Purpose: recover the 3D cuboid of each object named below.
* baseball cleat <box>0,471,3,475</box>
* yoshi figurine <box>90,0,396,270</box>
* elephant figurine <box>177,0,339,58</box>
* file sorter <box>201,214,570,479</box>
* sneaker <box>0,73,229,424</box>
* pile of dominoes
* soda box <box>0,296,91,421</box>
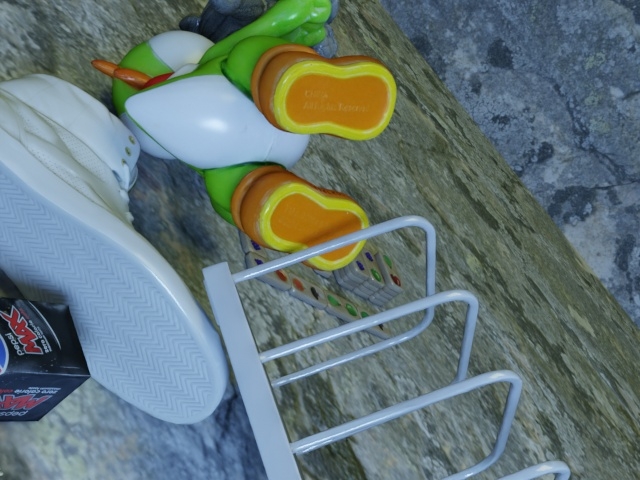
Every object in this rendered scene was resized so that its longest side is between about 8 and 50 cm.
[{"bbox_3d":[-0.177,0.168,0.343,0.109,0.072,0.206,8,43,-49],"label":"baseball cleat"},{"bbox_3d":[-0.060,-0.106,0.737,0.362,0.203,0.203,31,-25,52],"label":"yoshi figurine"},{"bbox_3d":[-0.102,-0.278,1.084,0.169,0.186,0.239,24,37,32],"label":"elephant figurine"},{"bbox_3d":[0.053,0.149,0.568,0.193,0.173,0.278,81,-12,-55],"label":"file sorter"},{"bbox_3d":[-0.154,-0.012,0.617,0.292,0.108,0.169,47,26,-4],"label":"sneaker"},{"bbox_3d":[0.000,0.000,0.969,0.251,0.040,0.196,30,30,-41],"label":"pile of dominoes"},{"bbox_3d":[-0.213,0.063,0.450,0.169,0.060,0.053,16,41,-54],"label":"soda box"}]
